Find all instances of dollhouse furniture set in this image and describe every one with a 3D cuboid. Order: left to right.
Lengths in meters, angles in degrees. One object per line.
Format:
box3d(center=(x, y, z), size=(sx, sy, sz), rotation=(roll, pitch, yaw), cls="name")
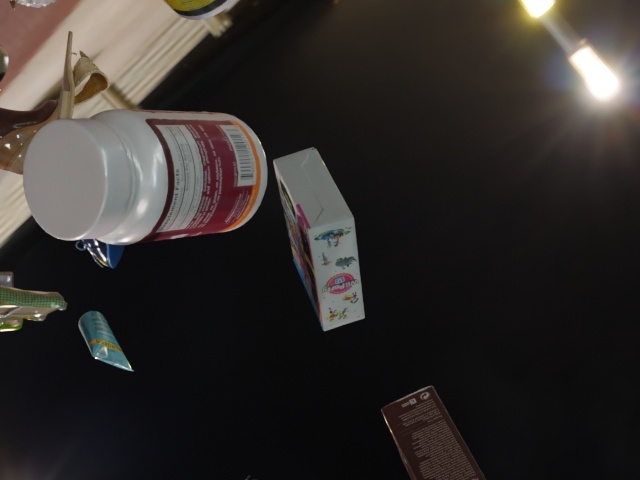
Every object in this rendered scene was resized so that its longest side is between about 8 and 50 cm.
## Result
box3d(center=(-0.646, 0.085, 1.943), size=(0.197, 0.151, 0.301), rotation=(2, 167, -34), cls="dollhouse furniture set")

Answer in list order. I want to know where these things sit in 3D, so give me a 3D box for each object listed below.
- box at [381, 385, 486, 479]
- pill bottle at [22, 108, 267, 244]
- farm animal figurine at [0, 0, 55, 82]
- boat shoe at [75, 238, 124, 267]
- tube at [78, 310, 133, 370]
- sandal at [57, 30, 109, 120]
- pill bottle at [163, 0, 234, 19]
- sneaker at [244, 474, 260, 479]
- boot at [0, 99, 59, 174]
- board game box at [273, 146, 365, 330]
box3d(center=(0.272, 0.518, 2.119), size=(0.143, 0.191, 0.381), rotation=(-24, -146, -4), cls="box")
box3d(center=(-0.288, -0.109, 1.662), size=(0.224, 0.224, 0.392), rotation=(-38, 164, 30), cls="pill bottle")
box3d(center=(-0.472, -0.235, 1.117), size=(0.330, 0.172, 0.327), rotation=(-43, 162, 14), cls="farm animal figurine")
box3d(center=(-0.494, -0.030, 2.164), size=(0.258, 0.089, 0.109), rotation=(91, 15, -57), cls="boat shoe")
box3d(center=(-0.403, 0.189, 1.804), size=(0.052, 0.080, 0.207), rotation=(-66, -152, 7), cls="tube")
box3d(center=(-0.399, -0.259, 1.663), size=(0.088, 0.079, 0.240), rotation=(112, -22, -44), cls="sandal")
box3d(center=(-0.177, -0.348, 1.090), size=(0.119, 0.119, 0.208), rotation=(-42, 146, 6), cls="pill bottle")
box3d(center=(-0.204, 0.647, 2.365), size=(0.180, 0.124, 0.321), rotation=(-47, 171, -15), cls="sneaker")
box3d(center=(-0.626, -0.245, 1.905), size=(0.090, 0.207, 0.248), rotation=(-52, -166, 35), cls="boot")
box3d(center=(0.000, 0.000, 1.985), size=(0.097, 0.303, 0.224), rotation=(-18, -134, -7), cls="board game box")
